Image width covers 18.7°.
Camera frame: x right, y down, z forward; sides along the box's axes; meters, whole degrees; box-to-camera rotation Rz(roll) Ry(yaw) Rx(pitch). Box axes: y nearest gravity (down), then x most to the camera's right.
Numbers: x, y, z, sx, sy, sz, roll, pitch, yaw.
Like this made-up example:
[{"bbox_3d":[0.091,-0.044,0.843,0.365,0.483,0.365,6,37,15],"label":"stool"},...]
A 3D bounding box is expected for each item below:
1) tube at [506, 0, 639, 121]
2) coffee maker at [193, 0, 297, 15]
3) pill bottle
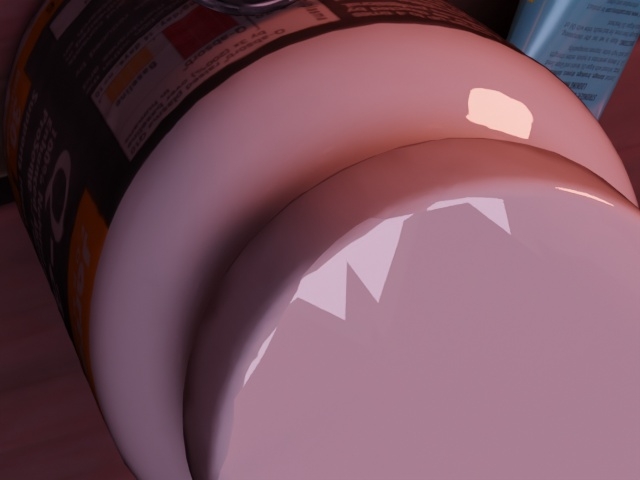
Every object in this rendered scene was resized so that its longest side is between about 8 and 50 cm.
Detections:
[{"bbox_3d":[0.113,-0.130,0.688,0.080,0.052,0.207,3,113,-47],"label":"tube"},{"bbox_3d":[-0.067,-0.154,0.554,0.171,0.178,0.120,24,102,-24],"label":"coffee maker"},{"bbox_3d":[0.000,0.000,0.579,0.162,0.278,0.162,-6,111,-14],"label":"pill bottle"}]
